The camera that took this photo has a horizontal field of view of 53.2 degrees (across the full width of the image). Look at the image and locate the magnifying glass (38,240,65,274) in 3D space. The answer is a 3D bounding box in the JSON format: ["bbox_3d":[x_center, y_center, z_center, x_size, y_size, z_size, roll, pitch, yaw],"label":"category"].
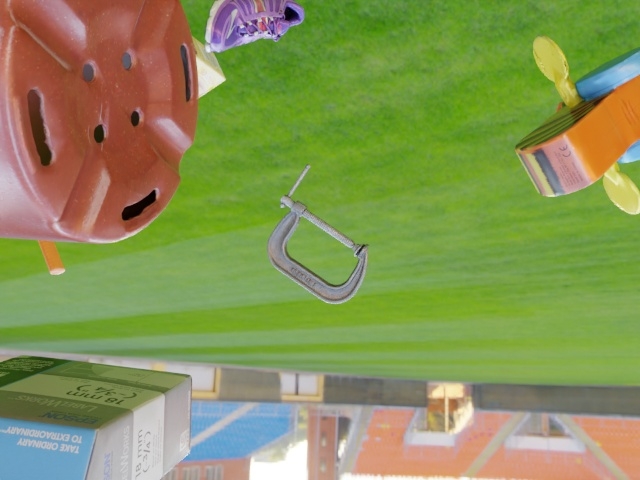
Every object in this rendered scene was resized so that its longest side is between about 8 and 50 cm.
[{"bbox_3d":[-0.566,-0.031,1.291,0.026,0.231,0.092,-41,155,28],"label":"magnifying glass"}]

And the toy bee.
[{"bbox_3d":[0.298,-0.120,0.668,0.299,0.195,0.162,-11,177,-25],"label":"toy bee"}]

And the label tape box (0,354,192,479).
[{"bbox_3d":[-0.304,0.209,0.646,0.241,0.105,0.334,4,-178,11],"label":"label tape box"}]

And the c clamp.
[{"bbox_3d":[0.000,0.000,0.849,0.161,0.137,0.022,40,-173,7],"label":"c clamp"}]

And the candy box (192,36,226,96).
[{"bbox_3d":[-0.364,-0.387,1.387,0.183,0.087,0.316,-30,164,13],"label":"candy box"}]

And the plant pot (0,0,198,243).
[{"bbox_3d":[-0.253,-0.113,0.468,0.265,0.272,0.272,9,169,19],"label":"plant pot"}]

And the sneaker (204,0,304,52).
[{"bbox_3d":[-0.081,-0.281,0.814,0.071,0.170,0.068,33,139,17],"label":"sneaker"}]
